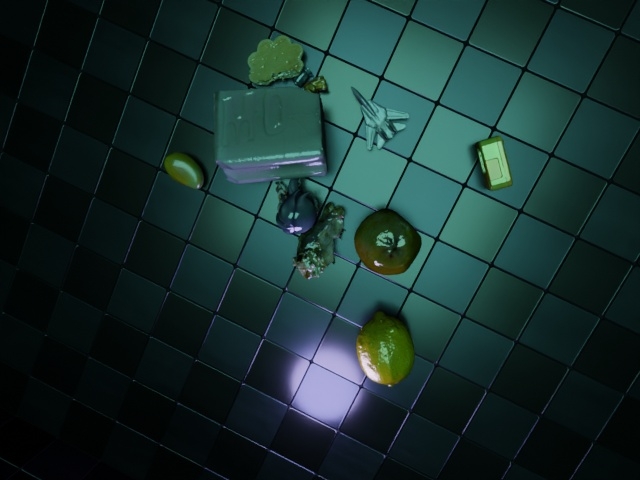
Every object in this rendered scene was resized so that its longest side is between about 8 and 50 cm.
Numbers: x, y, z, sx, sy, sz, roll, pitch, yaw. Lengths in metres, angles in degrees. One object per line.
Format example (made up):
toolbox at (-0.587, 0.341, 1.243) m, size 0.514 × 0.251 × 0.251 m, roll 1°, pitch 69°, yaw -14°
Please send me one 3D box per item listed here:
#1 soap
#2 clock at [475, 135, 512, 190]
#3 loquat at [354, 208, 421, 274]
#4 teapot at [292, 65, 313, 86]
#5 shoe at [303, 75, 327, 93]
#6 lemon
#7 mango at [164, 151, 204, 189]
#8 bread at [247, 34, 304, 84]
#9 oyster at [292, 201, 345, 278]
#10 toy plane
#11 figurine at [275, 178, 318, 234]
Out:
soap at (-0.193, -0.425, 1.806) m, size 0.434 × 0.213 × 0.351 m, roll -2°, pitch 74°, yaw 7°
clock at (0.683, -0.303, 1.787) m, size 0.096 × 0.143 × 0.203 m, roll -14°, pitch 97°, yaw 12°
loquat at (0.266, 0.015, 1.824) m, size 0.275 × 0.284 × 0.276 m, roll 0°, pitch 95°, yaw 3°
teapot at (-0.071, -0.675, 1.884) m, size 0.063 × 0.049 × 0.083 m, roll 43°, pitch 101°, yaw 0°
shoe at (-0.023, -0.628, 1.873) m, size 0.109 × 0.072 × 0.069 m, roll -28°, pitch 89°, yaw 11°
lemon at (0.272, 0.453, 1.905) m, size 0.245 × 0.245 × 0.320 m, roll -10°, pitch 91°, yaw 9°
mango at (-0.594, -0.304, 1.991) m, size 0.130 × 0.092 × 0.195 m, roll -40°, pitch 96°, yaw 10°
bread at (-0.184, -0.748, 1.880) m, size 0.250 × 0.039 × 0.182 m, roll -7°, pitch 85°, yaw 18°
oyster at (0.005, 0.003, 1.927) m, size 0.197 × 0.133 × 0.337 m, roll 34°, pitch 87°, yaw 28°
toy plane at (0.211, -0.520, 1.856) m, size 0.212 × 0.088 × 0.267 m, roll -40°, pitch 83°, yaw 10°
figurine at (-0.109, -0.145, 1.879) m, size 0.196 × 0.175 × 0.265 m, roll -11°, pitch 56°, yaw 17°
